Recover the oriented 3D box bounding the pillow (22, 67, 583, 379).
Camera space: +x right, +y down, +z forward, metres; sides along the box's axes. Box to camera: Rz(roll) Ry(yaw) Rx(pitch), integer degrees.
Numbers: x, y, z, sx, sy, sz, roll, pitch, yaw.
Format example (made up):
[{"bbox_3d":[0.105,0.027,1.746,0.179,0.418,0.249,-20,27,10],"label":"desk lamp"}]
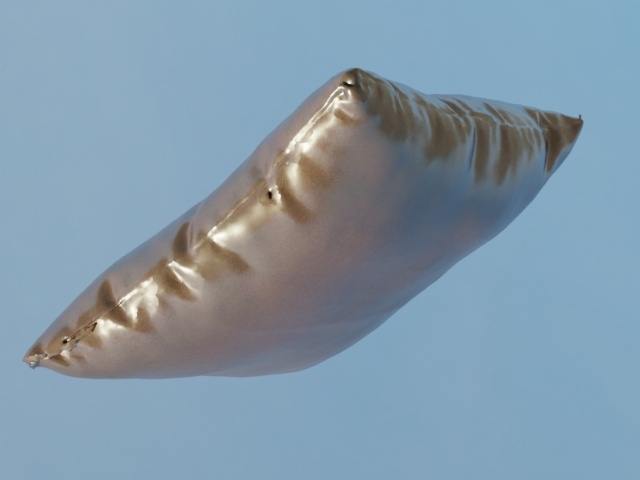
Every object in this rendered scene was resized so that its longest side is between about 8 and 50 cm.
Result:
[{"bbox_3d":[0.000,0.000,1.195,0.305,0.308,0.108,3,-127,-58],"label":"pillow"}]
